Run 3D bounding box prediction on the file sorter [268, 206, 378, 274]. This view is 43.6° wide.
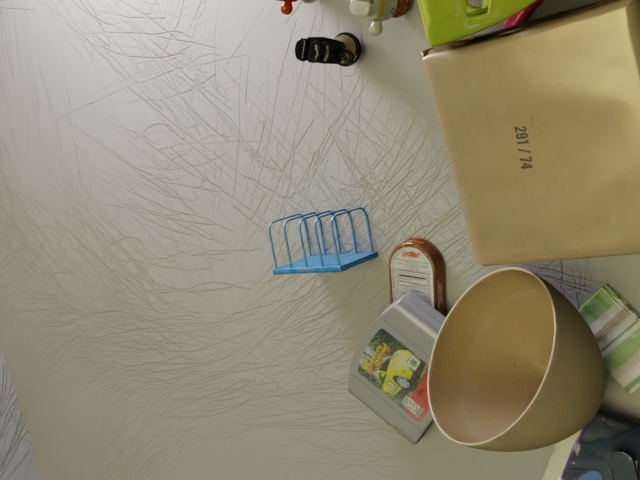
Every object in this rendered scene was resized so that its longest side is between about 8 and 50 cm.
[{"bbox_3d":[0.000,0.000,1.526,0.170,0.118,0.105,-4,101,40],"label":"file sorter"}]

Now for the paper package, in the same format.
[{"bbox_3d":[0.337,-0.149,1.103,0.309,0.168,0.325,-6,106,41],"label":"paper package"}]

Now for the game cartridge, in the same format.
[{"bbox_3d":[0.159,0.238,1.496,0.196,0.060,0.294,40,135,20],"label":"game cartridge"}]

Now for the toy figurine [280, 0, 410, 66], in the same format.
[{"bbox_3d":[0.031,-0.413,1.339,0.209,0.148,0.213,-35,81,36],"label":"toy figurine"}]

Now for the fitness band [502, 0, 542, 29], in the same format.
[{"bbox_3d":[0.386,-0.297,1.142,0.290,0.054,0.209,-23,91,43],"label":"fitness band"}]

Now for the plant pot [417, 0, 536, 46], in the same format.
[{"bbox_3d":[0.221,-0.394,1.033,0.207,0.228,0.227,-12,107,14],"label":"plant pot"}]

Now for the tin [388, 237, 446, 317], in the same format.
[{"bbox_3d":[0.178,0.090,1.468,0.106,0.040,0.190,6,110,33],"label":"tin"}]

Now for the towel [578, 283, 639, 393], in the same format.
[{"bbox_3d":[0.469,0.157,1.261,0.152,0.023,0.113,47,128,17],"label":"towel"}]

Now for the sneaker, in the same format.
[{"bbox_3d":[0.477,0.444,1.286,0.236,0.130,0.323,26,115,35],"label":"sneaker"}]

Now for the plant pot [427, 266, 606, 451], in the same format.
[{"bbox_3d":[0.330,0.207,1.252,0.190,0.284,0.284,24,134,-22],"label":"plant pot"}]
